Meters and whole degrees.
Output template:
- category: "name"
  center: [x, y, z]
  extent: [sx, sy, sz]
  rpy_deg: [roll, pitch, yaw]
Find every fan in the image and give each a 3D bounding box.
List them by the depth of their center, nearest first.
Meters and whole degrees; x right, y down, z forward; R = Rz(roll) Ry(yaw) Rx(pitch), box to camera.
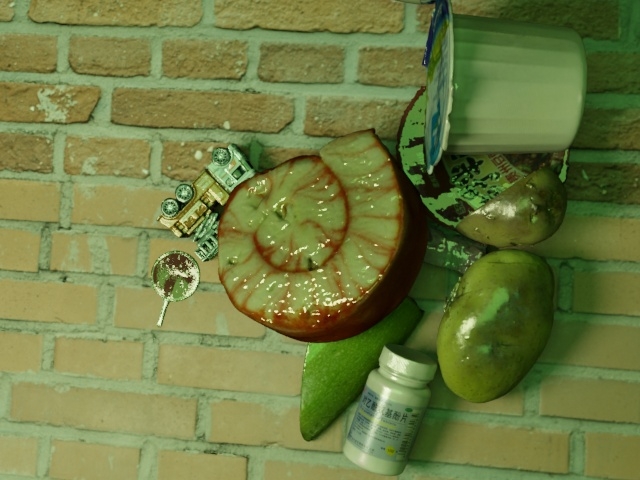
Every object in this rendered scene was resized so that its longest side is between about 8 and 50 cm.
- category: "fan"
  center: [-0.251, 0.082, 1.869]
  extent: [0.085, 0.005, 0.133]
  rpy_deg: [19, 89, 9]

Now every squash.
- category: "squash"
  center: [0.006, 0.154, 1.772]
  extent: [0.203, 0.111, 0.288]
  rpy_deg: [45, 95, 11]

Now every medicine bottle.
- category: "medicine bottle"
  center: [0.111, 0.262, 1.736]
  extent: [0.103, 0.103, 0.186]
  rpy_deg: [21, 99, 10]

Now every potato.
- category: "potato"
  center: [0.291, -0.035, 1.652]
  extent: [0.172, 0.089, 0.100]
  rpy_deg: [-32, 84, 4]
- category: "potato"
  center: [0.266, 0.129, 1.714]
  extent: [0.169, 0.143, 0.248]
  rpy_deg: [19, 99, -5]

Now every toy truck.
- category: "toy truck"
  center: [-0.170, -0.065, 1.829]
  extent: [0.115, 0.080, 0.177]
  rpy_deg: [44, 95, 4]

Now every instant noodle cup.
- category: "instant noodle cup"
  center: [0.255, -0.139, 1.757]
  extent: [0.274, 0.091, 0.274]
  rpy_deg: [-1, 86, 9]

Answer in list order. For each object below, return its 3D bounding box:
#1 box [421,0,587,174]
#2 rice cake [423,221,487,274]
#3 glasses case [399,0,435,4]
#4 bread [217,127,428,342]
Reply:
- category: "box"
  center: [0.264, -0.243, 1.621]
  extent: [0.206, 0.262, 0.291]
  rpy_deg: [4, 76, -3]
- category: "rice cake"
  center: [0.131, -0.022, 1.790]
  extent: [0.290, 0.051, 0.081]
  rpy_deg: [23, 91, 10]
- category: "glasses case"
  center: [0.052, -0.453, 1.794]
  extent: [0.327, 0.125, 0.076]
  rpy_deg: [20, 81, 10]
- category: "bread"
  center: [-0.002, 0.004, 1.698]
  extent: [0.328, 0.114, 0.295]
  rpy_deg: [-19, 64, 22]
